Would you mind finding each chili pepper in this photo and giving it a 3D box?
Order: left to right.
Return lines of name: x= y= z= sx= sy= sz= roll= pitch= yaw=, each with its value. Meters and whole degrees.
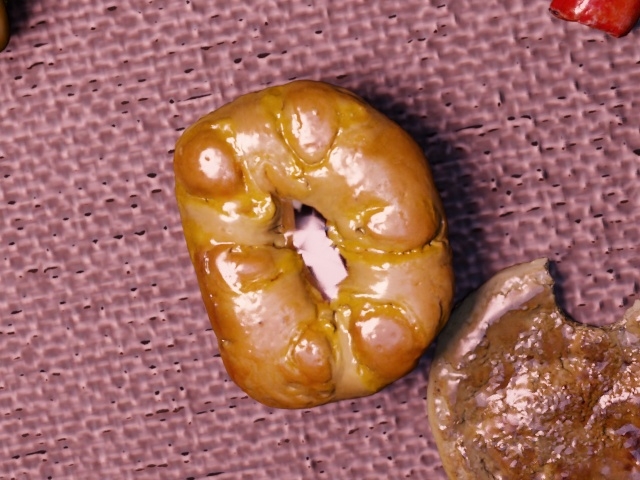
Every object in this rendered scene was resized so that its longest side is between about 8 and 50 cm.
chili pepper: x=0.235 y=-0.224 z=1.375 sx=0.073 sy=0.070 sz=0.123 roll=25 pitch=103 yaw=19

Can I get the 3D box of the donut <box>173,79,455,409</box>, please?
donut: x=0.000 y=0.000 z=1.403 sx=0.208 sy=0.128 sz=0.261 roll=-11 pitch=97 yaw=7

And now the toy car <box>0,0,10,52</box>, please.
toy car: x=-0.320 y=-0.252 z=1.389 sx=0.198 sy=0.204 sz=0.248 roll=-34 pitch=96 yaw=-13

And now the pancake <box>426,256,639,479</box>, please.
pancake: x=0.207 y=0.141 z=1.449 sx=0.253 sy=0.037 sz=0.254 roll=1 pitch=99 yaw=6
